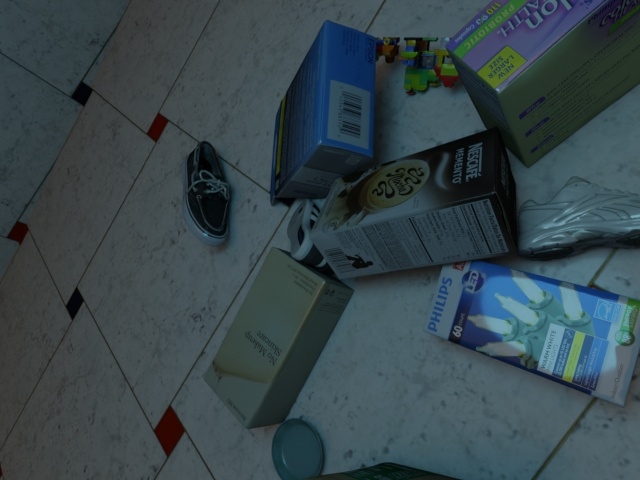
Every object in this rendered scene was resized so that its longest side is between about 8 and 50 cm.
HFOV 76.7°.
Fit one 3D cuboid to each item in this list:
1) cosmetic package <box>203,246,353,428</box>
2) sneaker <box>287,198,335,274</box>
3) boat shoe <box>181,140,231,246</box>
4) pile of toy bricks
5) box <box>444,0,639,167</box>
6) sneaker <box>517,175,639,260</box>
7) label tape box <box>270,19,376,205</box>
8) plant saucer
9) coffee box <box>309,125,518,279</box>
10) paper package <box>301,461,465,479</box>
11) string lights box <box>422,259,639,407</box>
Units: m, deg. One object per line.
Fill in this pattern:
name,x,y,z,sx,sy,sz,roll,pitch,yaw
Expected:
cosmetic package,-0.085,0.188,0.807,0.160,0.113,0.309,29,92,36
sneaker,0.000,0.000,0.829,0.079,0.121,0.217,-50,20,22
boat shoe,-0.283,-0.130,1.035,0.105,0.113,0.306,-44,46,33
pile of toy bricks,0.191,-0.340,0.794,0.212,0.118,0.105,16,121,27
box,0.328,-0.254,0.571,0.213,0.243,0.117,-41,58,19
sneaker,0.392,-0.045,0.564,0.232,0.090,0.115,-11,67,31
label tape box,-0.012,-0.230,0.856,0.348,0.115,0.249,147,128,-66
plant saucer,-0.041,0.401,0.768,0.119,0.021,0.119,-11,70,31
coffee box,0.151,-0.051,0.663,0.297,0.119,0.168,-13,37,33
paper package,0.120,0.452,0.472,0.325,0.168,0.309,142,129,-57
string lights box,0.298,0.116,0.585,0.260,0.077,0.133,15,86,37
